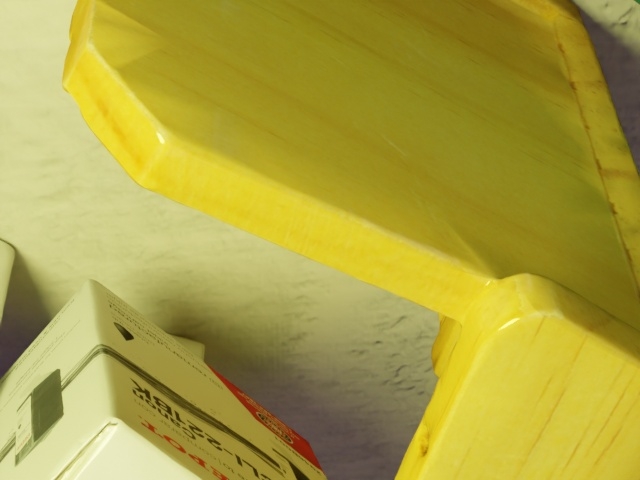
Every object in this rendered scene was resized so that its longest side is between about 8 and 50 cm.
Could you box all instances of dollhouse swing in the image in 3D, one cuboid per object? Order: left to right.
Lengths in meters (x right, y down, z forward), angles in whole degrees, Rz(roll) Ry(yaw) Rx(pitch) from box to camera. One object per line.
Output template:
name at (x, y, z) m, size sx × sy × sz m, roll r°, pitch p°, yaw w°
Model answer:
dollhouse swing at (0.000, 0.000, 0.787) m, size 0.305 × 0.347 × 0.315 m, roll 10°, pitch 128°, yaw -12°

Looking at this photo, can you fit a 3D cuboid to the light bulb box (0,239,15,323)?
light bulb box at (-0.380, 0.190, 0.918) m, size 0.225 × 0.361 × 0.358 m, roll 24°, pitch 125°, yaw -20°

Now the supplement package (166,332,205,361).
supplement package at (-0.162, 0.154, 1.064) m, size 0.105 × 0.105 × 0.179 m, roll 17°, pitch 126°, yaw -13°

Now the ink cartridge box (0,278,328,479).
ink cartridge box at (-0.086, 0.151, 0.845) m, size 0.197 × 0.273 × 0.114 m, roll 39°, pitch 94°, yaw -17°

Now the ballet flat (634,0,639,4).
ballet flat at (0.138, -0.192, 0.671) m, size 0.409 × 0.147 × 0.147 m, roll 24°, pitch 125°, yaw -22°
